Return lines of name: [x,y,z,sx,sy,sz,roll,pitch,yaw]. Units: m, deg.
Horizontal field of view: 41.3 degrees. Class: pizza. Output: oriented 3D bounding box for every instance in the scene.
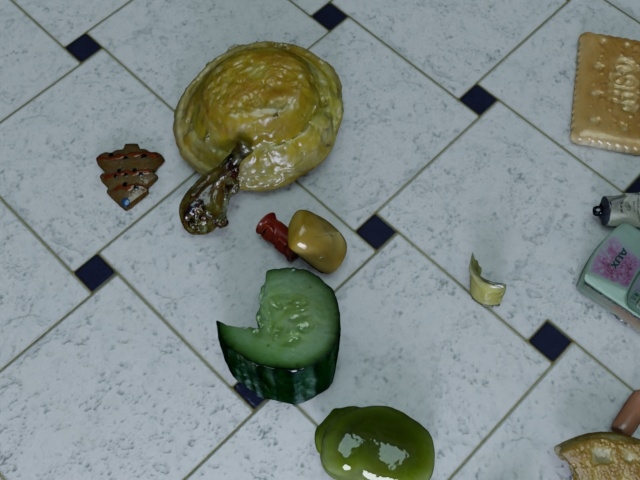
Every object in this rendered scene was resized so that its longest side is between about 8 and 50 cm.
pizza: [0.454,0.348,1.222,0.246,0.058,0.127,14,63,5]

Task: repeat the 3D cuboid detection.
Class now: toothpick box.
toothpick box: [-0.066,-0.007,1.403,0.083,0.047,0.047,40,70,19]

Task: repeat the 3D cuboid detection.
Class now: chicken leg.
chicken leg: [-0.165,-0.083,1.398,0.093,0.070,0.178,36,94,19]

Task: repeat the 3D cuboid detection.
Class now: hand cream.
hand cream: [0.579,-0.053,1.433,0.248,0.052,0.075,-3,87,-8]

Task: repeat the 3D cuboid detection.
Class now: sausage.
sausage: [0.468,0.262,1.278,0.034,0.034,0.083,36,67,16]

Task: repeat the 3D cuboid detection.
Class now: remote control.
remote control: [0.581,0.115,1.342,0.344,0.050,0.145,36,69,16]

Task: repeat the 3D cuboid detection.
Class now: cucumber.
cucumber: [-0.048,0.145,1.287,0.191,0.130,0.191,1,60,-2]

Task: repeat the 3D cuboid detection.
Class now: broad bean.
broad bean: [0.078,0.302,1.239,0.174,0.082,0.124,7,64,-8]

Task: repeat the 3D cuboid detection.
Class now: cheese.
cheese: [0.257,0.065,1.364,0.041,0.060,0.084,-25,60,-11]

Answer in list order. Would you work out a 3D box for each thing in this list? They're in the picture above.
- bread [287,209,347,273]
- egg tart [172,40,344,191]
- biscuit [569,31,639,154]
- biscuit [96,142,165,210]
bread: [0.000,0.000,1.363,0.056,0.115,0.082,-17,43,38]
egg tart: [-0.108,-0.239,1.474,0.319,0.128,0.319,-1,63,2]
biscuit: [0.540,-0.270,1.541,0.160,0.030,0.249,11,64,5]
biscuit: [-0.330,-0.112,1.469,0.119,0.019,0.130,-3,64,-1]
